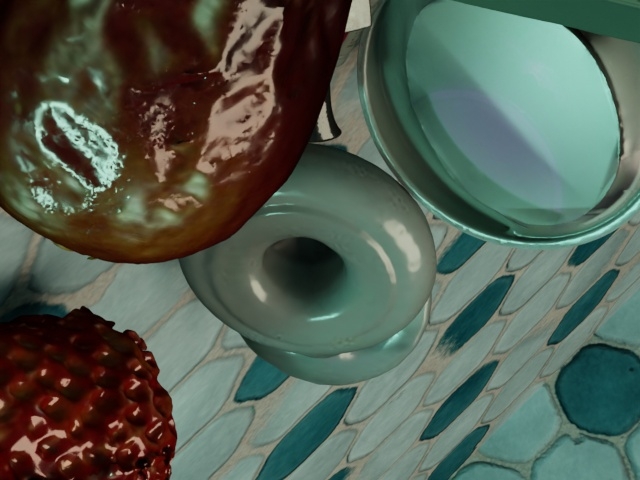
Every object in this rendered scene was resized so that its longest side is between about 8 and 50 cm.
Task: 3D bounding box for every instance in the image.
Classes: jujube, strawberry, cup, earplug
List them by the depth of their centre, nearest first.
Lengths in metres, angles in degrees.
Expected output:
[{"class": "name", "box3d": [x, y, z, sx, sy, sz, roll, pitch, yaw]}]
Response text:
[{"class": "jujube", "box3d": [-0.080, -0.142, 0.964, 0.223, 0.223, 0.318, -18, 138, -57]}, {"class": "strawberry", "box3d": [-0.227, 0.137, 1.289, 0.205, 0.205, 0.244, -50, 141, 7]}, {"class": "cup", "box3d": [0.208, -0.172, 1.467, 0.371, 0.253, 0.253, -44, 167, -54]}, {"class": "earplug", "box3d": [-0.001, 0.012, 1.537, 0.325, 0.214, 0.175, 66, 29, -71]}]

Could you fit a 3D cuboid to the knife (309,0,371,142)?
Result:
[{"class": "knife", "box3d": [0.008, -0.172, 1.297, 0.060, 0.028, 0.230, -13, 128, -13]}]

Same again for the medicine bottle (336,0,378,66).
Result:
[{"class": "medicine bottle", "box3d": [0.012, -0.179, 1.342, 0.058, 0.058, 0.091, -24, 151, -52]}]

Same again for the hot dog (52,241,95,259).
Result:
[{"class": "hot dog", "box3d": [-0.098, -0.063, 1.315, 0.269, 0.072, 0.109, -28, 156, -43]}]

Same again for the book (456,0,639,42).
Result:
[{"class": "book", "box3d": [0.174, -0.188, 1.119, 0.264, 0.379, 0.031, 140, -40, -69]}]
